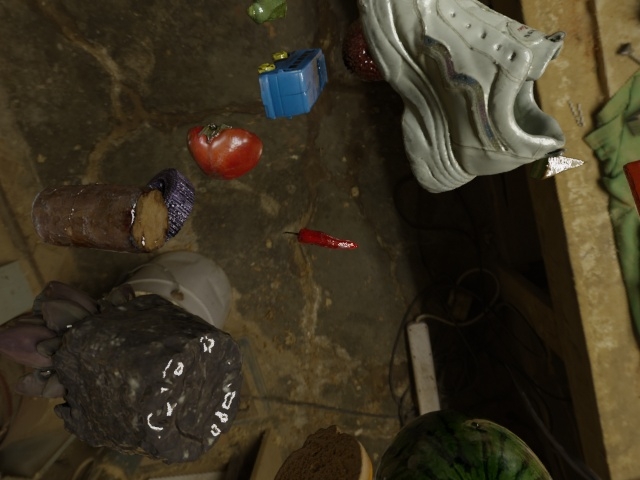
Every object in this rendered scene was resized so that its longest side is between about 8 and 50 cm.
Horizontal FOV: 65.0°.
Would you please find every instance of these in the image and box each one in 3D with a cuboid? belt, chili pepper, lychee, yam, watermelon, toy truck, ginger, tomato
[{"bbox_3d":[-0.550,-0.115,1.717,0.260,0.325,0.122,-35,128,16],"label":"belt"},{"bbox_3d":[0.000,0.000,1.707,0.267,0.050,0.059,13,112,1],"label":"chili pepper"},{"bbox_3d":[0.150,-0.545,1.432,0.194,0.194,0.195,0,103,1],"label":"lychee"},{"bbox_3d":[-0.239,-0.024,0.552,0.141,0.079,0.079,3,104,18],"label":"yam"},{"bbox_3d":[0.262,0.429,0.803,0.330,0.189,0.331,5,67,-12],"label":"watermelon"},{"bbox_3d":[-0.086,-0.510,1.601,0.162,0.385,0.161,-3,119,13],"label":"toy truck"},{"bbox_3d":[-0.139,-0.689,1.243,0.137,0.089,0.290,7,117,-6],"label":"ginger"},{"bbox_3d":[-0.202,-0.176,1.050,0.158,0.139,0.092,0,75,9],"label":"tomato"}]

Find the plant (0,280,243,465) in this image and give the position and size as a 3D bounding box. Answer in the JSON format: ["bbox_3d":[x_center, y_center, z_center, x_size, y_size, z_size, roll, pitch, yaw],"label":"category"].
[{"bbox_3d":[-0.265,0.160,0.644,0.320,0.194,0.182,7,102,32],"label":"plant"}]

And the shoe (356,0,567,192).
[{"bbox_3d":[0.184,-0.230,0.609,0.210,0.132,0.342,-5,117,42],"label":"shoe"}]

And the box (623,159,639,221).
[{"bbox_3d":[0.612,-0.011,0.618,0.348,0.318,0.257,-19,77,33],"label":"box"}]

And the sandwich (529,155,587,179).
[{"bbox_3d":[0.647,-0.194,1.369,0.116,0.074,0.074,11,103,-6],"label":"sandwich"}]

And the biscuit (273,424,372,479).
[{"bbox_3d":[0.004,0.365,0.764,0.170,0.170,0.050,-30,113,7],"label":"biscuit"}]
